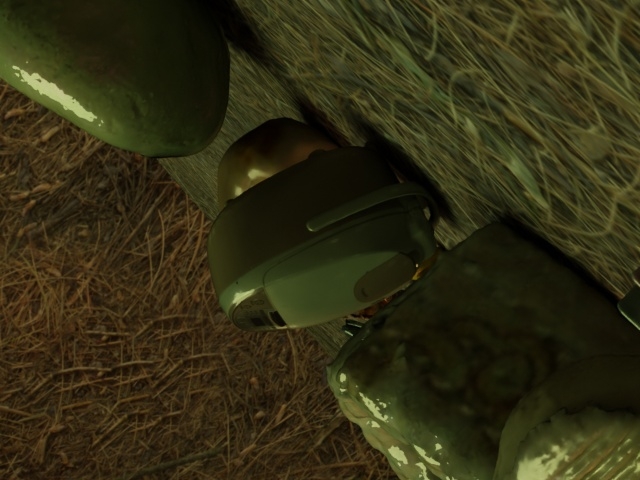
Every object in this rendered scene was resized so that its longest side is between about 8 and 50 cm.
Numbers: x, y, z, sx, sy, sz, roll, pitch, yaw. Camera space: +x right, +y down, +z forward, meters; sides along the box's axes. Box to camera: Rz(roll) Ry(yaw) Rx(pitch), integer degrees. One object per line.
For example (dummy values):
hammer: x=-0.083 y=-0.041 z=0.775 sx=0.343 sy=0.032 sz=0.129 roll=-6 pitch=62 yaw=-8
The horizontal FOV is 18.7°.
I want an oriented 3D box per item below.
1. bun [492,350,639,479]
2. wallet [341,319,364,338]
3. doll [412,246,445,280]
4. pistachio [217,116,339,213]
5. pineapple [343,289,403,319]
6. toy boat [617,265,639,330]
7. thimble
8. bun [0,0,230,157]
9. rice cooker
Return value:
bun: x=0.236 y=0.174 z=1.293 sx=0.239 sy=0.141 sz=0.239 roll=13 pitch=126 yaw=18
wallet: x=0.171 y=0.182 z=2.190 sx=0.290 sy=0.054 sz=0.251 roll=33 pitch=174 yaw=18
doll: x=0.180 y=0.144 z=1.869 sx=0.145 sy=0.103 sz=0.316 roll=-4 pitch=123 yaw=51
pistachio: x=-0.025 y=-0.044 z=1.879 sx=0.144 sy=0.144 sz=0.215 roll=43 pitch=180 yaw=19
pineapple: x=0.015 y=0.016 z=2.124 sx=0.161 sy=0.136 sz=0.176 roll=2 pitch=-179 yaw=-1
toy boat: x=0.282 y=0.104 z=0.956 sx=0.299 sy=0.092 sz=0.134 roll=45 pitch=171 yaw=13
thimble: x=0.156 y=0.134 z=1.511 sx=0.291 sy=0.195 sz=0.291 roll=46 pitch=170 yaw=11
bun: x=-0.191 y=-0.203 z=1.790 sx=0.283 sy=0.179 sz=0.283 roll=31 pitch=-169 yaw=-6
rice cooker: x=0.000 y=0.000 z=1.684 sx=0.127 sy=0.206 sz=0.145 roll=61 pitch=180 yaw=23
